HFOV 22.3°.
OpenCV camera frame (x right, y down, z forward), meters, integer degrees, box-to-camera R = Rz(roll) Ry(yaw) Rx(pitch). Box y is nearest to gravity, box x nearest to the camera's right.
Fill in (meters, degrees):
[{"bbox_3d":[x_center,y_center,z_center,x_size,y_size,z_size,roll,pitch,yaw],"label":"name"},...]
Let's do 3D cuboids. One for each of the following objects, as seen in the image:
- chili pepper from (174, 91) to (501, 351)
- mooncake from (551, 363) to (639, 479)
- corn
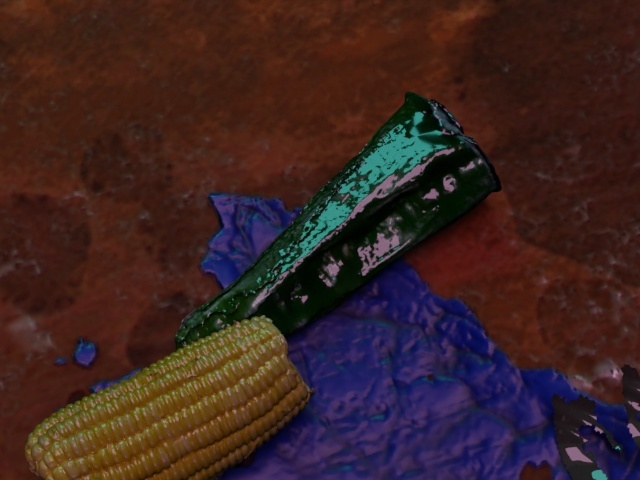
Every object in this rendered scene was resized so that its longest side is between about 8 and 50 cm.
[{"bbox_3d":[0.000,0.000,1.005,0.227,0.059,0.088,-36,66,-11],"label":"chili pepper"},{"bbox_3d":[0.267,0.010,1.001,0.346,0.057,0.150,-31,57,-11],"label":"mooncake"},{"bbox_3d":[-0.086,0.106,0.939,0.165,0.063,0.085,-31,100,-13],"label":"corn"}]
